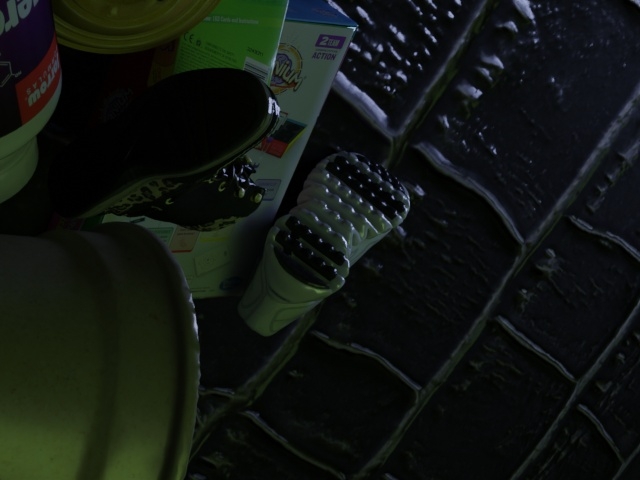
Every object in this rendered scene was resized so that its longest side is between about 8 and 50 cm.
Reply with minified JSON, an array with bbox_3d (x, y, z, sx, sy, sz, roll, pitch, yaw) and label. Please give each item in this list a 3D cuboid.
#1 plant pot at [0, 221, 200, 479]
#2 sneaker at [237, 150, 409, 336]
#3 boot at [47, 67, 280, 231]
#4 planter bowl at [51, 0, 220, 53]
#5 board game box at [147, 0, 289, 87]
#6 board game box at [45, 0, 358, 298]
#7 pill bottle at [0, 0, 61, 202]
[{"bbox_3d":[-0.307,0.116,1.284,0.305,0.334,0.334,15,111,-35],"label":"plant pot"},{"bbox_3d":[0.000,0.000,1.797,0.118,0.110,0.292,-54,174,36],"label":"sneaker"},{"bbox_3d":[-0.096,-0.073,1.478,0.236,0.085,0.178,-23,161,31],"label":"boot"},{"bbox_3d":[-0.159,-0.232,1.343,0.217,0.090,0.217,-5,119,-9],"label":"planter bowl"},{"bbox_3d":[-0.072,-0.241,1.497,0.124,0.039,0.259,19,84,-50],"label":"board game box"},{"bbox_3d":[-0.119,-0.089,1.640,0.242,0.064,0.316,-1,122,-49],"label":"board game box"},{"bbox_3d":[-0.289,-0.176,1.252,0.181,0.181,0.323,-32,142,-27],"label":"pill bottle"}]
